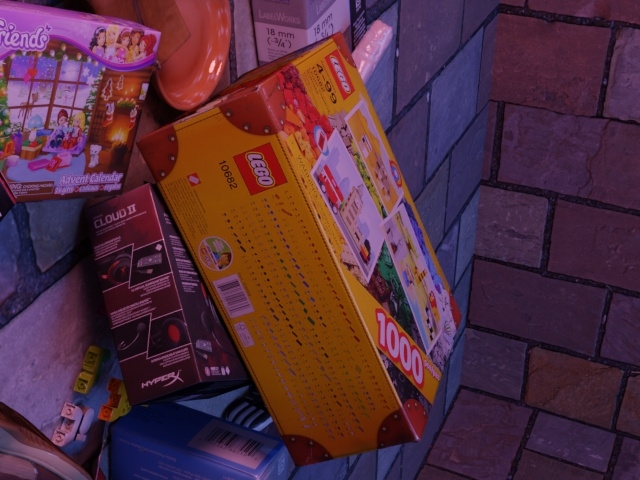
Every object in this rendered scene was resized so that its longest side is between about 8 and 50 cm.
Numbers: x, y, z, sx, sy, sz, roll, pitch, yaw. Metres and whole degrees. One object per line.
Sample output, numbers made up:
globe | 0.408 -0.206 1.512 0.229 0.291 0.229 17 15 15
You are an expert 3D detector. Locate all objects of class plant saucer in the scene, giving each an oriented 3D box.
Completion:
plant saucer | -0.188 -0.281 1.272 0.200 0.037 0.200 15 90 -69

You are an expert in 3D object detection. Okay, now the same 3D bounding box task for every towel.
towel | 0.027 -0.202 1.665 0.332 0.053 0.317 -61 175 -7

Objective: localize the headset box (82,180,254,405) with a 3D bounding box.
headset box | -0.192 0.063 1.231 0.218 0.110 0.293 21 51 -68

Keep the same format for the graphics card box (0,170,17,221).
graphics card box | -0.415 0.053 0.626 0.094 0.232 0.371 81 31 -54

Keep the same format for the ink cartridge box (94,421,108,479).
ink cartridge box | -0.299 0.382 1.273 0.181 0.056 0.225 -148 -108 -78

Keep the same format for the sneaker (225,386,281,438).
sneaker | -0.103 0.368 1.840 0.281 0.106 0.163 -21 128 -53

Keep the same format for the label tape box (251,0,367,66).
label tape box | -0.017 -0.422 1.524 0.334 0.106 0.241 84 28 -42

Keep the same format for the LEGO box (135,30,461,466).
LEGO box | 0.000 0.000 1.305 0.500 0.193 0.372 65 25 -14

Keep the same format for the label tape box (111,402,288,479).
label tape box | -0.191 0.439 1.420 0.115 0.249 0.348 -43 143 -57

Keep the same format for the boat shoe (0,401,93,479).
boat shoe | -0.378 0.258 1.041 0.123 0.123 0.342 -51 155 -14

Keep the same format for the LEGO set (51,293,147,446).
LEGO set | -0.277 0.185 1.272 0.093 0.087 0.227 40 67 -67

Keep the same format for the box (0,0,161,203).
box | -0.302 -0.140 0.945 0.293 0.057 0.201 -11 122 -58

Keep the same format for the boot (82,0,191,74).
boot | -0.199 -0.346 1.082 0.264 0.096 0.280 -62 149 -30
